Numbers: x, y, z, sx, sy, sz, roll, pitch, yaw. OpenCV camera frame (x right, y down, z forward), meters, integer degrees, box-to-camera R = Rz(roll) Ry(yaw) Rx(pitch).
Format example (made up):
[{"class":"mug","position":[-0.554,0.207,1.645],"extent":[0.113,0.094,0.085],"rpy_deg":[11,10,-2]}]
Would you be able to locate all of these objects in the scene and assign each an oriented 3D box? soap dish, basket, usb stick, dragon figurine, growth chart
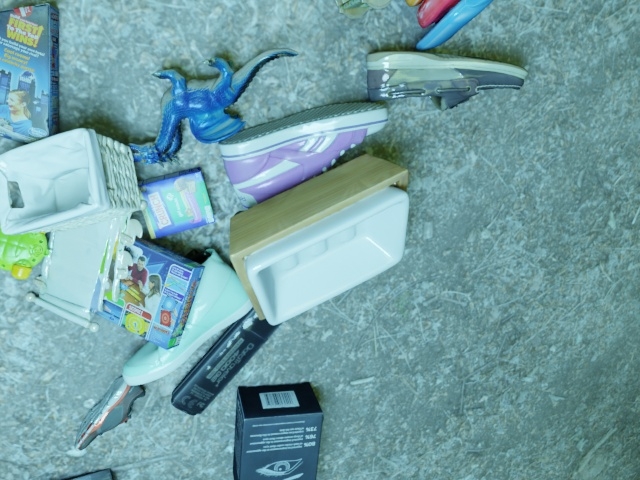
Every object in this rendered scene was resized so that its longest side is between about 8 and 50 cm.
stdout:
[{"class":"soap dish","position":[0.000,0.000,0.799],"extent":[0.290,0.118,0.229],"rpy_deg":[-27,149,-11]},{"class":"basket","position":[-0.352,-0.076,0.689],"extent":[0.167,0.103,0.113],"rpy_deg":[-13,85,17]},{"class":"usb stick","position":[-0.165,0.207,0.904],"extent":[0.077,0.045,0.278],"rpy_deg":[40,92,-30]},{"class":"dragon figurine","position":[-0.165,-0.203,0.755],"extent":[0.289,0.085,0.144],"rpy_deg":[-17,112,-6]},{"class":"growth chart","position":[-0.362,0.023,0.756],"extent":[0.172,0.021,0.237],"rpy_deg":[25,98,15]}]

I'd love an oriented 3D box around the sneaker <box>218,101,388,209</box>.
[{"class":"sneaker","position":[-0.013,-0.132,0.824],"extent":[0.282,0.102,0.161],"rpy_deg":[-17,116,-2]}]

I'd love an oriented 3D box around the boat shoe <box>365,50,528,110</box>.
[{"class":"boat shoe","position":[0.214,-0.272,0.843],"extent":[0.285,0.103,0.092],"rpy_deg":[0,111,-12]}]

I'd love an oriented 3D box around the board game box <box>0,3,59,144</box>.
[{"class":"board game box","position":[-0.447,-0.248,0.676],"extent":[0.194,0.060,0.194],"rpy_deg":[18,99,-20]}]

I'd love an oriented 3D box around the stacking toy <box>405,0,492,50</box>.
[{"class":"stacking toy","position":[0.150,-0.470,0.752],"extent":[0.175,0.166,0.302],"rpy_deg":[-44,98,-7]}]

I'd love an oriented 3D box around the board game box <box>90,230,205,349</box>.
[{"class":"board game box","position":[-0.293,0.067,0.766],"extent":[0.201,0.035,0.136],"rpy_deg":[22,98,15]}]

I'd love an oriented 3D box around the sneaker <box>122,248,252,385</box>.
[{"class":"sneaker","position":[-0.252,0.118,0.823],"extent":[0.256,0.094,0.151],"rpy_deg":[-37,118,-13]}]

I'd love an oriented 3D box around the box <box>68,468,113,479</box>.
[{"class":"box","position":[-0.470,0.554,0.889],"extent":[0.183,0.056,0.231],"rpy_deg":[-6,109,-32]}]

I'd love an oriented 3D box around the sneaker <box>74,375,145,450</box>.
[{"class":"sneaker","position":[-0.373,0.318,0.870],"extent":[0.065,0.061,0.158],"rpy_deg":[39,93,-29]}]

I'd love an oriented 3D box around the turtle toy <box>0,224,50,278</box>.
[{"class":"turtle toy","position":[-0.477,0.000,0.737],"extent":[0.130,0.066,0.095],"rpy_deg":[20,82,-18]}]

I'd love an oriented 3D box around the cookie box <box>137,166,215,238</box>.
[{"class":"cookie box","position":[-0.238,-0.062,0.803],"extent":[0.107,0.040,0.092],"rpy_deg":[-16,111,-10]}]

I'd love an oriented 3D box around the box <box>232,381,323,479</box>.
[{"class":"box","position":[-0.088,0.397,0.949],"extent":[0.153,0.108,0.207],"rpy_deg":[2,106,-17]}]

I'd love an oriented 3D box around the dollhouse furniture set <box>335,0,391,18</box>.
[{"class":"dollhouse furniture set","position":[0.028,-0.381,0.707],"extent":[0.160,0.182,0.101],"rpy_deg":[-14,110,-12]}]
